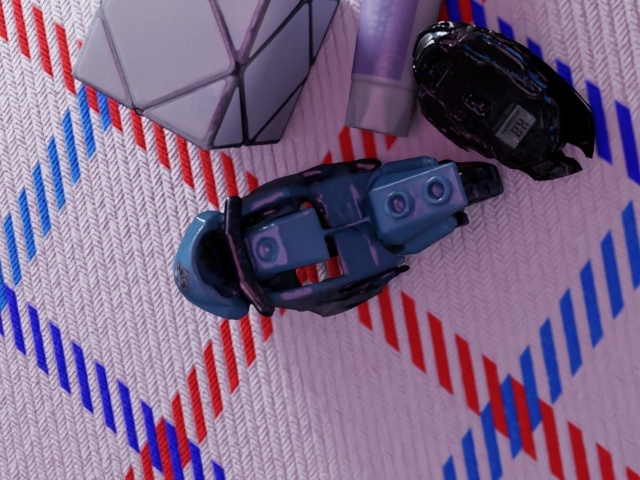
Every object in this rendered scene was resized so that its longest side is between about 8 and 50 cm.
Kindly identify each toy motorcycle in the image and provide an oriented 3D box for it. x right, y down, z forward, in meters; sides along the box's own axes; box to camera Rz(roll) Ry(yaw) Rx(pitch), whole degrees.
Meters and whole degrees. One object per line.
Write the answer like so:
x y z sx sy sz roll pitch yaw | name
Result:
0.000 0.000 1.873 0.416 0.232 0.172 -17 87 24 | toy motorcycle

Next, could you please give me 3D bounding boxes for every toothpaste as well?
0.100 -0.307 1.890 0.125 0.080 0.371 12 94 21 | toothpaste

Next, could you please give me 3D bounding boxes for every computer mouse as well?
0.208 -0.164 1.846 0.241 0.077 0.146 40 131 4 | computer mouse

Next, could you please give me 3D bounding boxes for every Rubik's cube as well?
-0.132 -0.240 1.924 0.205 0.205 0.207 30 105 18 | Rubik's cube
